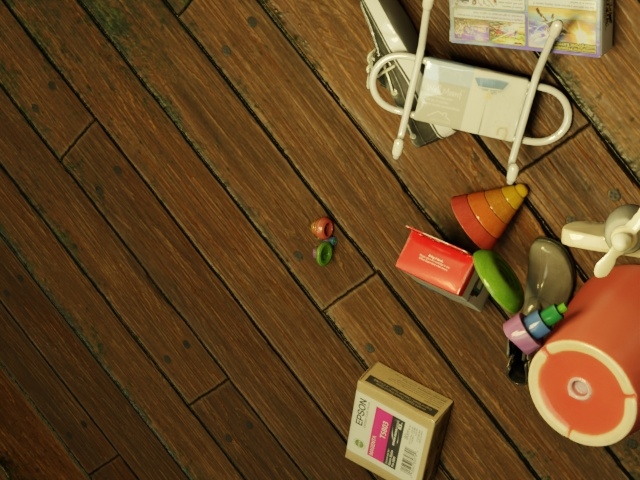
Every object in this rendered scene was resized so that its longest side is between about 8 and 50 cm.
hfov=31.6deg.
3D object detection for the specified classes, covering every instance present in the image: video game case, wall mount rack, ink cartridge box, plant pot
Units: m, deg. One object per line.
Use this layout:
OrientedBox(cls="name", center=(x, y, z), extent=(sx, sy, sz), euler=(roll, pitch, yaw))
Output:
OrientedBox(cls="video game case", center=(0.333, -0.429, 1.803), extent=(0.270, 0.061, 0.244), euler=(13, 122, 32))
OrientedBox(cls="wall mount rack", center=(0.252, -0.257, 1.851), extent=(0.350, 0.130, 0.304), euler=(13, 121, 4))
OrientedBox(cls="ink cartridge box", center=(0.226, 0.053, 2.063), extent=(0.134, 0.231, 0.078), euler=(24, 86, 25))
OrientedBox(cls="ink cartridge box", center=(0.164, 0.404, 2.413), extent=(0.193, 0.088, 0.234), euler=(24, 129, 23))
OrientedBox(cls="plant pot", center=(0.494, 0.207, 1.915), extent=(0.275, 0.243, 0.274), euler=(19, 122, 34))

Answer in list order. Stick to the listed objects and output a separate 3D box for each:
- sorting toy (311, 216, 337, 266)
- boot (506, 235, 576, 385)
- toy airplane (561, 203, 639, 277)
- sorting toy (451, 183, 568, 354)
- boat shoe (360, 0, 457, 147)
OrientedBox(cls="sorting toy", center=(0.000, 0.000, 2.318), extent=(0.042, 0.061, 0.101), euler=(10, 98, 34))
OrientedBox(cls="boot", center=(0.388, 0.131, 2.024), extent=(0.083, 0.161, 0.246), euler=(12, 122, 32))
OrientedBox(cls="toy airplane", center=(0.588, 0.022, 1.564), extent=(0.384, 0.386, 0.272), euler=(-124, 19, -49))
OrientedBox(cls="sorting toy", center=(0.340, 0.024, 1.943), extent=(0.126, 0.365, 0.127), euler=(-36, 131, 21))
OrientedBox(cls="boat shoe", center=(0.132, -0.307, 1.994), extent=(0.105, 0.113, 0.306), euler=(-23, 110, 25))
